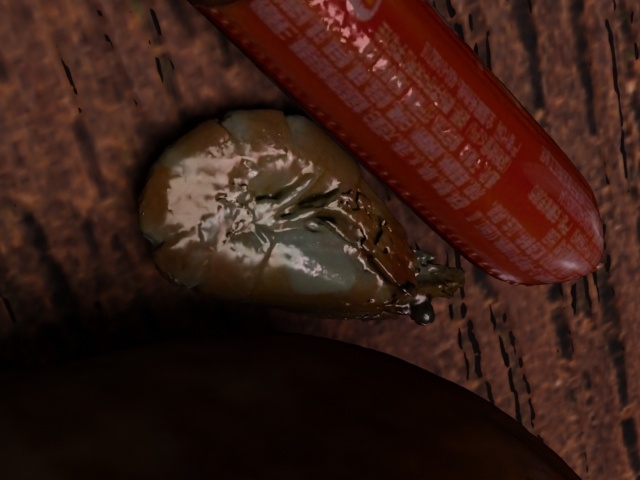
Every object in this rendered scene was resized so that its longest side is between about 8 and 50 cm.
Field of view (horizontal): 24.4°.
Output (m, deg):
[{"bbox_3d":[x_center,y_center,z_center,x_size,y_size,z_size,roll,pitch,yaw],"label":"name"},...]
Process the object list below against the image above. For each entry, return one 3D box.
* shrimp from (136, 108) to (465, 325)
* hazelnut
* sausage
[{"bbox_3d":[0.000,0.000,0.668,0.184,0.043,0.091,26,99,-36],"label":"shrimp"},{"bbox_3d":[-0.050,0.227,0.603,0.409,0.359,0.359,-21,126,-13],"label":"hazelnut"},{"bbox_3d":[0.049,-0.050,0.646,0.074,0.074,0.274,-47,129,2],"label":"sausage"}]
